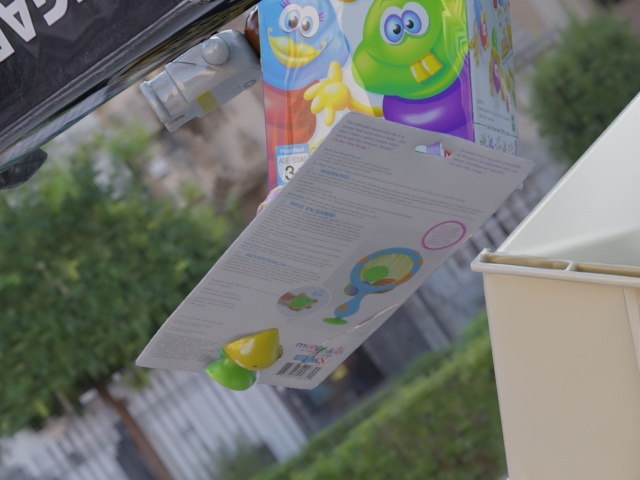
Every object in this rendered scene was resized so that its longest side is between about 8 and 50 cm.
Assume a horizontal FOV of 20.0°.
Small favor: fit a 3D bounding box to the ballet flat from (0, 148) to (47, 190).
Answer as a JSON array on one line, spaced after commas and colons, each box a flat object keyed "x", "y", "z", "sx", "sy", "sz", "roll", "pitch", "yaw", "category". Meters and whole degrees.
[{"x": -0.265, "y": -0.114, "z": 1.340, "sx": 0.049, "sy": 0.173, "sz": 0.057, "roll": -40, "pitch": 24, "yaw": -22, "category": "ballet flat"}]

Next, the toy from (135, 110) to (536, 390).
[{"x": 0.000, "y": 0.000, "z": 1.079, "sx": 0.137, "sy": 0.056, "sz": 0.237, "roll": 12, "pitch": -48, "yaw": -35, "category": "toy"}]

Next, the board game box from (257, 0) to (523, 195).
[{"x": 0.043, "y": -0.167, "z": 1.197, "sx": 0.142, "sy": 0.275, "sz": 0.144, "roll": -4, "pitch": -2, "yaw": 17, "category": "board game box"}]

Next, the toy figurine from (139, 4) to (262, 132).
[{"x": -0.111, "y": -0.210, "z": 1.376, "sx": 0.148, "sy": 0.213, "sz": 0.209, "roll": -33, "pitch": 30, "yaw": 0, "category": "toy figurine"}]

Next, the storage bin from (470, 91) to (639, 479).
[{"x": 0.232, "y": 0.012, "z": 0.721, "sx": 0.260, "sy": 0.123, "sz": 0.262, "roll": 6, "pitch": 30, "yaw": 31, "category": "storage bin"}]

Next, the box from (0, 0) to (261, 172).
[{"x": -0.169, "y": -0.147, "z": 0.533, "sx": 0.295, "sy": 0.293, "sz": 0.073, "roll": -25, "pitch": 3, "yaw": 45, "category": "box"}]
